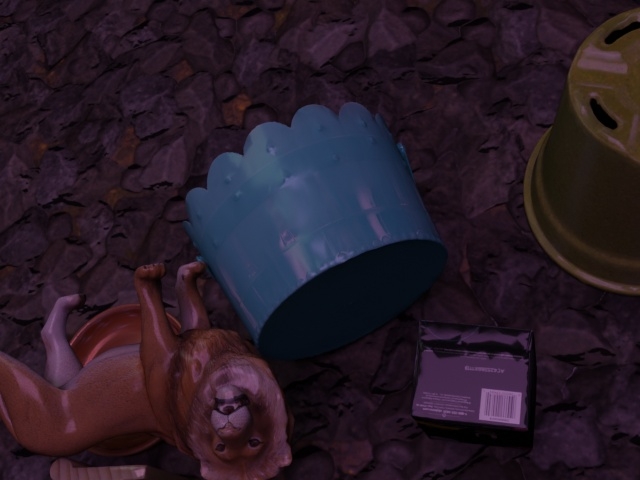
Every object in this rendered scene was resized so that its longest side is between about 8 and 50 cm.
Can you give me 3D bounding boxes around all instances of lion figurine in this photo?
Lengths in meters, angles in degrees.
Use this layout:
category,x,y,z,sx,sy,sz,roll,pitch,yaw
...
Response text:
category,x,y,z,sx,sy,sz,roll,pitch,yaw
lion figurine,-0.218,0.162,0.860,0.392,0.142,0.240,-14,83,23

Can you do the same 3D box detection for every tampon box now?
category,x,y,z,sx,sy,sz,roll,pitch,yaw
tampon box,0.170,0.161,0.857,0.120,0.161,0.102,3,69,18

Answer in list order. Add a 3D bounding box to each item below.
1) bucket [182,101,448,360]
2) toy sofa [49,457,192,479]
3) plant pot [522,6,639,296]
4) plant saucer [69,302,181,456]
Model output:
category,x,y,z,sx,sy,sz,roll,pitch,yaw
bucket,0.000,0.000,0.918,0.281,0.281,0.183,-29,64,2
toy sofa,-0.255,0.432,0.865,0.177,0.150,0.363,-5,66,13
plant pot,0.361,-0.109,0.868,0.275,0.254,0.276,-6,66,13
plant saucer,-0.249,0.182,1.033,0.199,0.037,0.200,-6,66,14
